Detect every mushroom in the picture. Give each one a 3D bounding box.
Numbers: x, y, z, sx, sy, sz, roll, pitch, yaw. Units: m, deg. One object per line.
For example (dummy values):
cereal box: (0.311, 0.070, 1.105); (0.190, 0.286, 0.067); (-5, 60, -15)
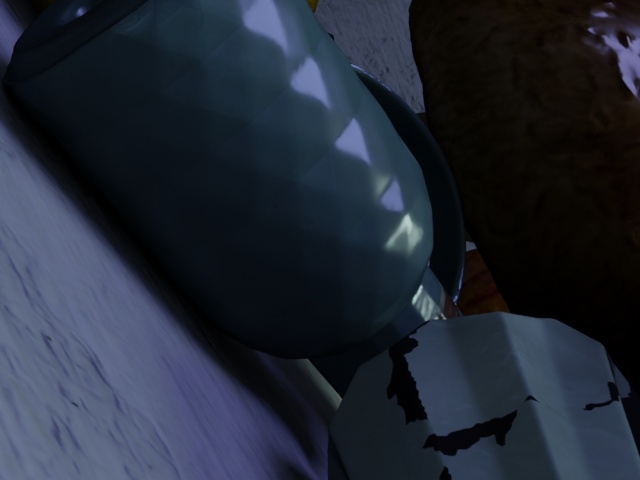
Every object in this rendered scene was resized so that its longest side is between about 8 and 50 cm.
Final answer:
mushroom: (0.120, -0.047, 0.936); (0.331, 0.356, 0.334); (84, 0, -59)

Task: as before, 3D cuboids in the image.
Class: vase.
vase: (0.090, 0.149, 0.542); (0.165, 0.165, 0.360); (52, 8, -16)

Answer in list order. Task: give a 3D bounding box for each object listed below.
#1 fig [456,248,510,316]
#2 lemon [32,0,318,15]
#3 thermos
fig: (0.131, 0.103, 1.361); (0.204, 0.250, 0.186); (-8, -92, 52)
lemon: (-0.099, -0.200, 0.918); (0.260, 0.204, 0.204); (52, 2, 42)
thermos: (-0.016, -0.033, 0.732); (0.145, 0.182, 0.286); (-13, -56, 45)
